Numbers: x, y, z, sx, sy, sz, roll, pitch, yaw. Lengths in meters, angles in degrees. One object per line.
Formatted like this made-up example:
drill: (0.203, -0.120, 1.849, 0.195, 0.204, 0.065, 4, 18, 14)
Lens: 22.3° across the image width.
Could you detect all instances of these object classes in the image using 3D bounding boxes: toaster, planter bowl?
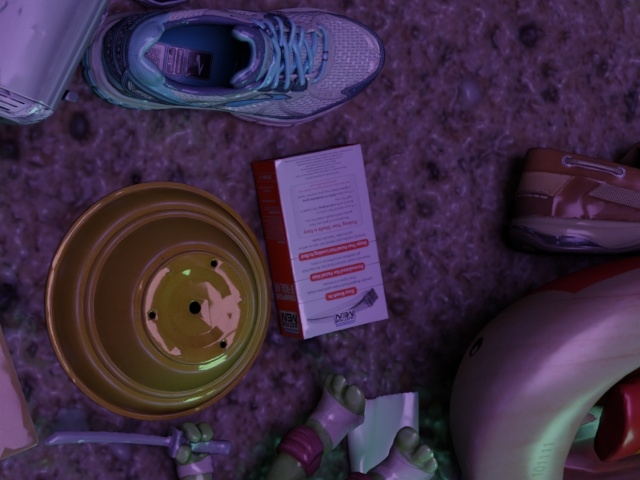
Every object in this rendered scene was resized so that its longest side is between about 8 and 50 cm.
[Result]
toaster: (-0.290, -0.186, 1.316, 0.227, 0.129, 0.146, 21, 85, -27)
planter bowl: (-0.125, 0.057, 1.427, 0.217, 0.090, 0.217, -1, 93, -26)

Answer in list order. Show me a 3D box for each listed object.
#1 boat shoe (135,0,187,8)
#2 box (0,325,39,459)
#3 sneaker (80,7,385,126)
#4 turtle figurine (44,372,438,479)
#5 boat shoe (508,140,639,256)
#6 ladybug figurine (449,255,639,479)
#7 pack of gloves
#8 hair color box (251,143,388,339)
boat shoe: (-0.041, -0.304, 1.446, 0.301, 0.102, 0.108, -32, 105, -21)
box: (-0.342, 0.108, 1.360, 0.164, 0.021, 0.201, -21, 101, -24)
sneaker: (-0.060, -0.153, 1.432, 0.283, 0.122, 0.110, -5, 95, -26)
turtle figurine: (-0.039, 0.220, 1.414, 0.266, 0.198, 0.275, -39, 116, -26)
boat shoe: (0.340, -0.041, 1.636, 0.324, 0.122, 0.120, 2, 87, -27)
ladybug figurine: (0.306, 0.138, 1.573, 0.449, 0.162, 0.305, -2, 120, -32)
pack of gloves: (0.127, 0.260, 1.583, 0.195, 0.046, 0.232, -7, 95, -25)
hair color box: (0.000, 0.000, 1.507, 0.093, 0.053, 0.167, -12, 96, -26)
